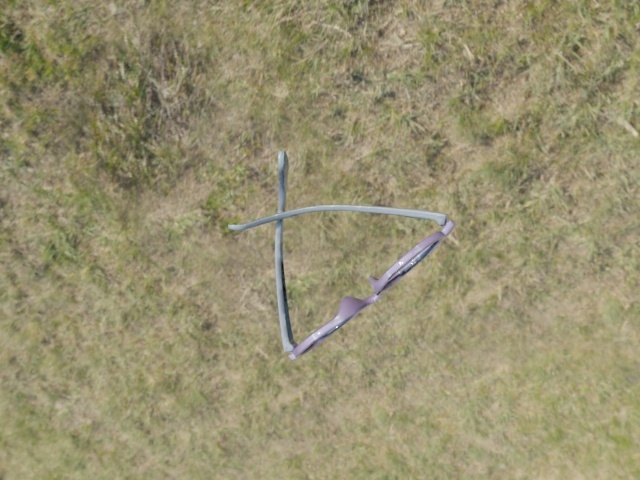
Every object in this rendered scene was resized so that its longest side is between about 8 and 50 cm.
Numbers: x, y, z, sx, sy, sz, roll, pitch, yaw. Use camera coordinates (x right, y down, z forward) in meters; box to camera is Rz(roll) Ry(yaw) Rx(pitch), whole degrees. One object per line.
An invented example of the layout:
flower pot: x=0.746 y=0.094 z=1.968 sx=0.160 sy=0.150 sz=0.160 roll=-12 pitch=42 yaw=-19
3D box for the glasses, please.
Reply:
glasses: x=0.000 y=0.000 z=0.377 sx=0.140 sy=0.062 sz=0.103 roll=-44 pitch=78 yaw=19
